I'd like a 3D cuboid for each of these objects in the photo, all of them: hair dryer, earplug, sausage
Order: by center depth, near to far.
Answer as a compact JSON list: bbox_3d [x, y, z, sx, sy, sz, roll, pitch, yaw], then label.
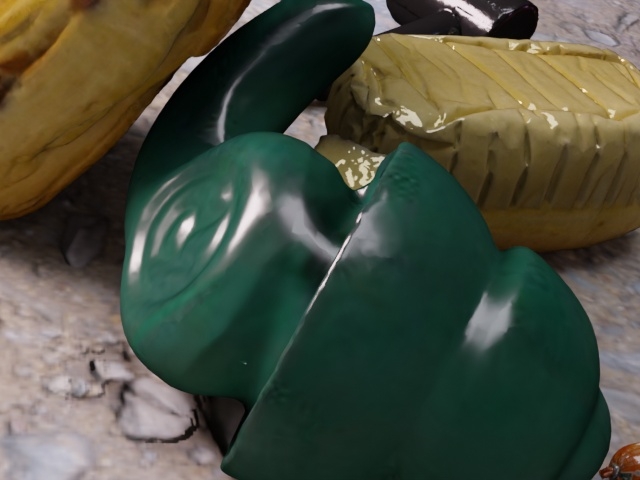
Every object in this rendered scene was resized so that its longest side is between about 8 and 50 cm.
[{"bbox_3d":[0.016,0.015,0.584,0.280,0.164,0.257,35,27,8],"label":"earplug"},{"bbox_3d":[0.187,0.114,0.617,0.107,0.031,0.031,0,36,-24],"label":"sausage"},{"bbox_3d":[0.049,-0.153,0.943,0.248,0.071,0.114,-28,53,-36],"label":"hair dryer"}]

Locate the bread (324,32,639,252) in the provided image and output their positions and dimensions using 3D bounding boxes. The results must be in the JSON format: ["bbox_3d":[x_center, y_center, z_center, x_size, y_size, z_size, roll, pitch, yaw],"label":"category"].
[{"bbox_3d":[0.113,-0.060,0.775,0.236,0.106,0.140,0,37,-22],"label":"bread"}]

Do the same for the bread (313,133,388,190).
[{"bbox_3d":[0.000,0.000,0.664,0.084,0.080,0.109,25,32,17],"label":"bread"}]

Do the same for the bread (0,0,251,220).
[{"bbox_3d":[-0.116,-0.116,0.672,0.099,0.235,0.210,47,28,-17],"label":"bread"}]
